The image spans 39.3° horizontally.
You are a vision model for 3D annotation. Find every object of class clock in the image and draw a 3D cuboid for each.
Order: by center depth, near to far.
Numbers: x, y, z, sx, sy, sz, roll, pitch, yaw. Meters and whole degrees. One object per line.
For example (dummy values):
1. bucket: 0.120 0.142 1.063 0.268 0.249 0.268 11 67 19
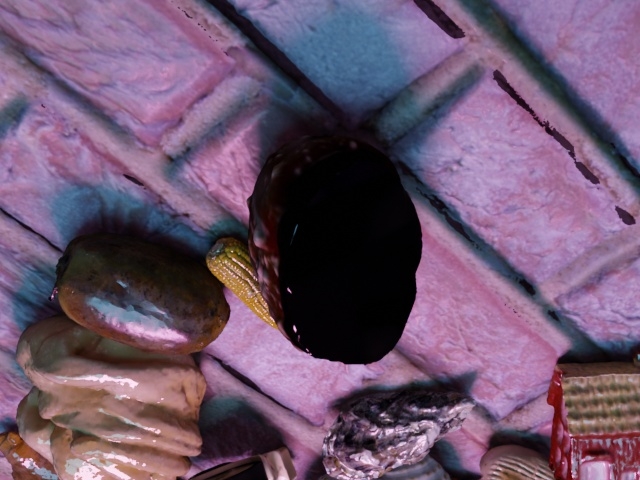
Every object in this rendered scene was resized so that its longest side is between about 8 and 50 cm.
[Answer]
1. clock: -0.244 0.490 1.650 0.379 0.276 0.120 -20 84 14

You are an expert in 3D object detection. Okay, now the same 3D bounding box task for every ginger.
1. ginger: -0.466 0.450 1.720 0.333 0.080 0.166 23 136 -13

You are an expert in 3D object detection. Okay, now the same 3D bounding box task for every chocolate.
1. chocolate: 0.000 0.000 1.284 0.225 0.210 0.340 -22 126 -21

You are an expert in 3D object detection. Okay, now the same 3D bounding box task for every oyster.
1. oyster: 0.134 0.350 1.598 0.252 0.087 0.199 10 88 5

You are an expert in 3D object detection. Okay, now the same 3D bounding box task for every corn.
1. corn: -0.103 0.073 1.432 0.072 0.072 0.203 -29 122 21

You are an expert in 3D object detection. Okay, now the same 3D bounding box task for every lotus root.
1. lotus root: -0.270 0.085 1.386 0.275 0.152 0.160 21 93 -25

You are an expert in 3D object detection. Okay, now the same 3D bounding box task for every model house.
1. model house: 0.501 0.313 1.557 0.196 0.160 0.253 -1 99 2

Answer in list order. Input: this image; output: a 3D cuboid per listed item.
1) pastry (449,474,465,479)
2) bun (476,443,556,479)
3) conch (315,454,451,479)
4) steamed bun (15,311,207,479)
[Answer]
1. pastry: 0.299 0.505 1.756 0.170 0.087 0.063 21 111 -15
2. bun: 0.361 0.479 1.678 0.193 0.178 0.128 29 156 -6
3. conch: 0.102 0.537 1.679 0.303 0.215 0.319 20 124 4
4. steamed bun: -0.358 0.297 1.513 0.325 0.230 0.372 9 129 -2
